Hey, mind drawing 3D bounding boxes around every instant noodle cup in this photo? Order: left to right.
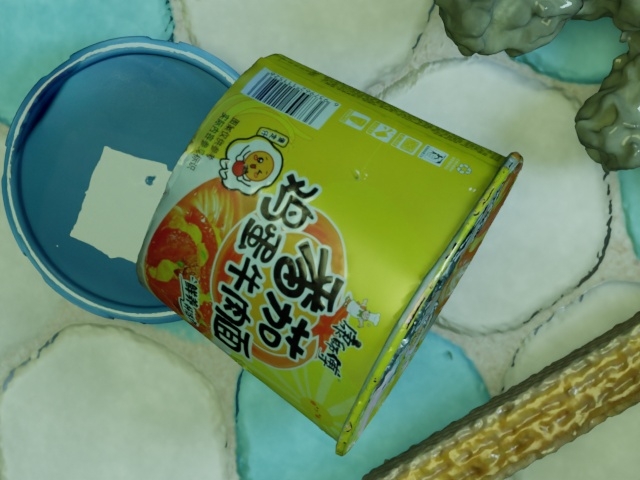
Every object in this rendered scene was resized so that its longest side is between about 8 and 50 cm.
[{"bbox_3d":[0.000,0.000,0.998,0.200,0.264,0.264,30,100,8],"label":"instant noodle cup"}]

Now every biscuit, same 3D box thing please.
[{"bbox_3d":[0.187,0.125,1.051,0.379,0.094,0.054,-33,86,14],"label":"biscuit"}]

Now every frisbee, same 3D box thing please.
[{"bbox_3d":[-0.147,-0.050,1.141,0.242,0.045,0.242,0,96,3],"label":"frisbee"}]

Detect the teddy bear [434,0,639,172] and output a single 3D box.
[{"bbox_3d":[0.316,-0.158,0.949,0.357,0.224,0.367,-39,86,27],"label":"teddy bear"}]
